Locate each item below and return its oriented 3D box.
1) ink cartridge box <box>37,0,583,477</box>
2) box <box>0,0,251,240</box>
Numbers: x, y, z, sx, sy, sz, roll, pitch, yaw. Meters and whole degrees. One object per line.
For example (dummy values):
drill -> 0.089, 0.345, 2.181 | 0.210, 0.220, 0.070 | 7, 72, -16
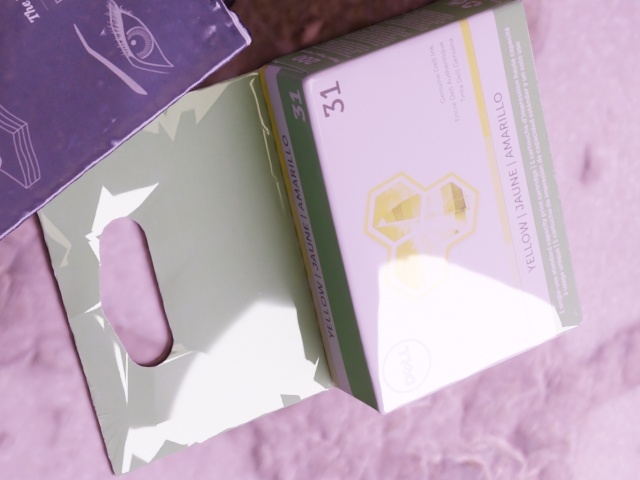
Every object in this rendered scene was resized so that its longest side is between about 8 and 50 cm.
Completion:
ink cartridge box -> 0.000, 0.000, 0.791 | 0.235, 0.056, 0.171 | -22, 111, -24
box -> -0.141, -0.097, 0.671 | 0.158, 0.093, 0.156 | -40, 116, -15
